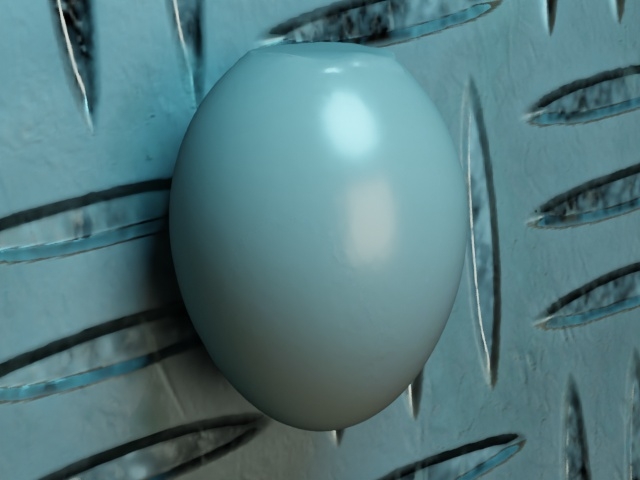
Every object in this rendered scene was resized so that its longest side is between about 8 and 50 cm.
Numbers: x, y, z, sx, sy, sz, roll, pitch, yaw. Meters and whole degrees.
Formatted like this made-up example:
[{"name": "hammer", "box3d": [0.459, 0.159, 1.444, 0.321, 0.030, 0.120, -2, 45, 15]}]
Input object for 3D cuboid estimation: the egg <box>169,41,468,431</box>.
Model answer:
[{"name": "egg", "box3d": [0.000, 0.000, 0.958, 0.176, 0.176, 0.232, -16, 106, -39]}]
